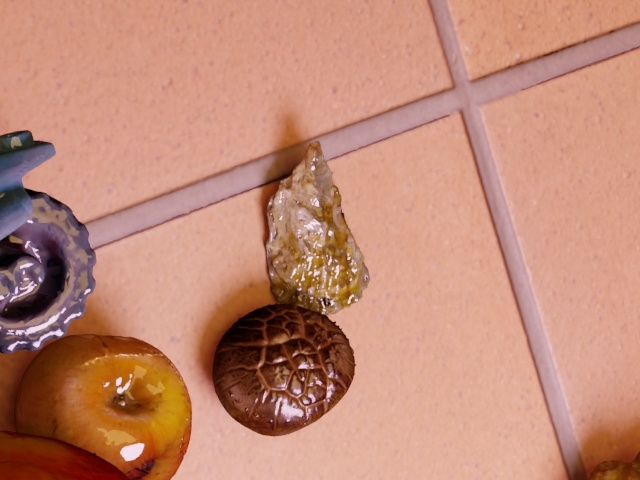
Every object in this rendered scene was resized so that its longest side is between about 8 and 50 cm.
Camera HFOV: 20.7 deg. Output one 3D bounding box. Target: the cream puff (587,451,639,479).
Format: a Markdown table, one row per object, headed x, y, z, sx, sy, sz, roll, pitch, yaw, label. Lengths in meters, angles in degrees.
| x | y | z | sx | sy | sz | roll | pitch | yaw | label |
| --- | --- | --- | --- | --- | --- | --- | --- | --- | --- |
| 0.337 | 0.315 | 1.668 | 0.244 | 0.196 | 0.244 | 0 | 94 | -1 | cream puff |

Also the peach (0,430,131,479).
| x | y | z | sx | sy | sz | roll | pitch | yaw | label |
| --- | --- | --- | --- | --- | --- | --- | --- | --- | --- |
| -0.237 | 0.299 | 1.262 | 0.308 | 0.308 | 0.332 | -42 | 115 | -25 | peach |

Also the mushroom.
| x | y | z | sx | sy | sz | roll | pitch | yaw | label |
| --- | --- | --- | --- | --- | --- | --- | --- | --- | --- |
| -0.030 | 0.110 | 1.505 | 0.109 | 0.085 | 0.126 | 51 | 61 | -17 | mushroom |

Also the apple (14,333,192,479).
| x | y | z | sx | sy | sz | roll | pitch | yaw | label |
| --- | --- | --- | --- | --- | --- | --- | --- | --- | --- |
| -0.169 | 0.142 | 1.398 | 0.146 | 0.146 | 0.146 | 2 | 87 | -30 | apple |

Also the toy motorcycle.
| x | y | z | sx | sy | sz | roll | pitch | yaw | label |
| --- | --- | --- | --- | --- | --- | --- | --- | --- | --- |
| -0.370 | 0.011 | 1.263 | 0.416 | 0.172 | 0.232 | -16 | 102 | -21 | toy motorcycle |

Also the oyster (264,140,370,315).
| x | y | z | sx | sy | sz | roll | pitch | yaw | label |
| --- | --- | --- | --- | --- | --- | --- | --- | --- | --- |
| 0.000 | 0.000 | 1.560 | 0.122 | 0.045 | 0.146 | 30 | 73 | -40 | oyster |
